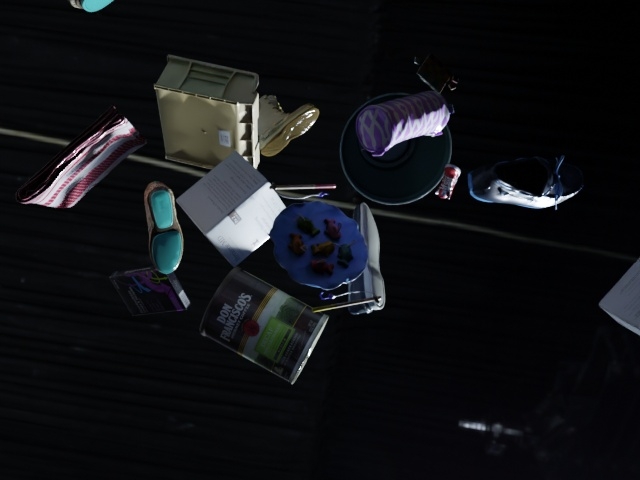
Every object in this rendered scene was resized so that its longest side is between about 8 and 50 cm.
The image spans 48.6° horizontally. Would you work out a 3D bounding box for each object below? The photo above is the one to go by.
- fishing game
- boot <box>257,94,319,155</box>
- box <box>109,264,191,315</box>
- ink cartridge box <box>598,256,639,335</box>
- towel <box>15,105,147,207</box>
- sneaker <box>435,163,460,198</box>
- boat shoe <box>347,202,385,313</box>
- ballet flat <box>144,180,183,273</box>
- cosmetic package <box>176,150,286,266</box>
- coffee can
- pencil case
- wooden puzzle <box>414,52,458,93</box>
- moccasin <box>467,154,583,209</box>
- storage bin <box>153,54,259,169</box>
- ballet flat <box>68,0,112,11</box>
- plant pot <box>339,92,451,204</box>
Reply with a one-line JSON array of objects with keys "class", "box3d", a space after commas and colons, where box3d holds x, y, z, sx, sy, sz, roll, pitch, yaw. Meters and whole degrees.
[{"class": "fishing game", "box3d": [0.000, 0.000, 1.254, 0.041, 0.189, 0.264, 122, -42, -52]}, {"class": "boot", "box3d": [-0.111, -0.366, 2.056, 0.077, 0.213, 0.165, 22, 40, -49]}, {"class": "box", "box3d": [-0.389, 0.114, 1.614, 0.116, 0.162, 0.029, 66, 32, -26]}, {"class": "ink cartridge box", "box3d": [0.685, 0.048, 1.262, 0.324, 0.071, 0.330, -50, -174, 6]}, {"class": "towel", "box3d": [-0.456, -0.148, 1.401, 0.237, 0.037, 0.329, -43, -176, -4]}, {"class": "sneaker", "box3d": [0.324, -0.147, 1.806, 0.067, 0.042, 0.118, -62, 164, -14]}, {"class": "boat shoe", "box3d": [0.088, 0.039, 1.558, 0.095, 0.079, 0.255, 28, 51, -55]}, {"class": "ballet flat", "box3d": [-0.324, -0.031, 1.459, 0.067, 0.073, 0.206, -127, -145, -52]}, {"class": "cosmetic package", "box3d": [-0.198, -0.073, 1.634, 0.183, 0.151, 0.151, -42, 141, -6]}, {"class": "coffee can", "box3d": [-0.144, 0.218, 1.839, 0.202, 0.275, 0.201, -62, 174, -10]}, {"class": "pencil case", "box3d": [0.151, -0.215, 1.278, 0.206, 0.086, 0.088, -22, 110, -44]}, {"class": "wooden puzzle", "box3d": [0.183, -0.267, 1.136, 0.049, 0.083, 0.006, -56, -168, -25]}, {"class": "moccasin", "box3d": [0.530, -0.140, 1.751, 0.117, 0.341, 0.138, -29, -108, 63]}, {"class": "storage bin", "box3d": [-0.285, -0.321, 1.861, 0.262, 0.260, 0.123, 95, 10, -51]}, {"class": "ballet flat", "box3d": [-0.365, -0.683, 1.522, 0.182, 0.482, 0.164, 61, 4, 1]}, {"class": "plant pot", "box3d": [0.192, -0.262, 1.931, 0.196, 0.292, 0.293, -98, -166, -74]}]
